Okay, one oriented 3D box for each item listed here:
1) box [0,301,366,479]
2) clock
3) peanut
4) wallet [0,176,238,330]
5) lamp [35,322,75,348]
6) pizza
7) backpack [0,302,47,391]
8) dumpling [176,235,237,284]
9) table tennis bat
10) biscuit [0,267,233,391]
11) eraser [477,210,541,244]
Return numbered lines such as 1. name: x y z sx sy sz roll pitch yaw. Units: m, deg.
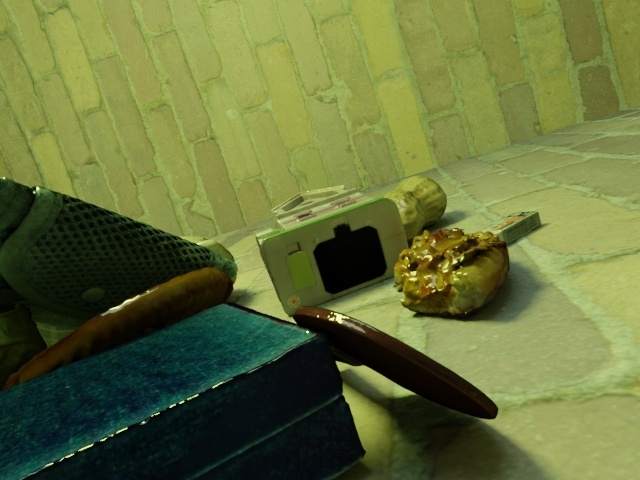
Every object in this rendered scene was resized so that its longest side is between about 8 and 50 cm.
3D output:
1. box: -0.151 0.159 0.418 0.279 0.116 0.261 -22 7 -24
2. clock: 0.000 0.000 0.965 0.235 0.166 0.309 -20 16 -9
3. peanut: 0.201 -0.069 1.120 0.136 0.120 0.298 -18 10 33
4. wallet: -0.312 0.053 0.694 0.237 0.075 0.342 -35 -38 23
5. lamp: -0.439 0.102 0.907 0.233 0.233 0.265 -18 33 -1
6. pizza: 0.172 0.027 0.693 0.161 0.085 0.305 -18 7 6
7. backpack: -0.456 0.155 0.581 0.253 0.140 0.207 -14 -23 -45
8. dumpling: -0.294 0.104 1.062 0.318 0.187 0.243 -19 44 54
9. table tennis bat: 0.037 0.098 0.427 0.021 0.154 0.274 -60 9 -15
10. biscuit: -0.253 0.138 0.666 0.318 0.040 0.318 -34 -10 -7
11. eraser: 0.317 -0.019 0.857 0.122 0.029 0.052 -24 10 -31
